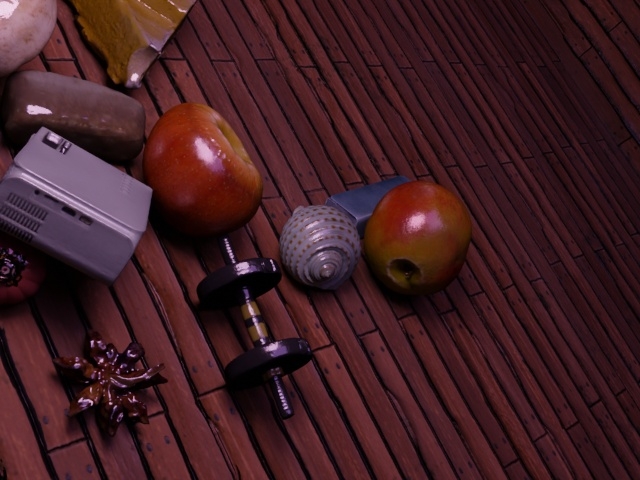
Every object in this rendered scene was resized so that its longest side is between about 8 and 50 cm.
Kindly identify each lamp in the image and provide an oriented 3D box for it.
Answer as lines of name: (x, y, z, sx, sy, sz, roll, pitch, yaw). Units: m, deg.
lamp: (-0.438, 0.037, 1.086, 0.108, 0.092, 0.107, -1, 94, -18)

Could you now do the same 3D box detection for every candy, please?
candy: (-0.406, -0.203, 1.290, 0.234, 0.102, 0.104, 4, 57, -37)

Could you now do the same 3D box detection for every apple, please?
apple: (-0.209, -0.116, 1.328, 0.210, 0.173, 0.234, 42, 18, -50)

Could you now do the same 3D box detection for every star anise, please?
star anise: (-0.302, 0.201, 1.106, 0.168, 0.057, 0.167, 14, 53, -20)

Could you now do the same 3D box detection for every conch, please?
conch: (0.006, -0.004, 1.462, 0.172, 0.131, 0.199, 17, 51, -29)

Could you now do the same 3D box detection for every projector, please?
projector: (-0.364, -0.053, 1.138, 0.198, 0.108, 0.250, 31, 13, -19)

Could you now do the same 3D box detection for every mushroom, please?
mushroom: (-0.549, -0.324, 1.206, 0.254, 0.195, 0.188, 11, 58, 7)

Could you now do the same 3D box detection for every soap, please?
soap: (-0.418, -0.470, 1.437, 0.339, 0.169, 0.304, 34, 33, -15)

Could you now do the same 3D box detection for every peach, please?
peach: (0.198, -0.004, 1.561, 0.231, 0.231, 0.230, 22, 48, -26)

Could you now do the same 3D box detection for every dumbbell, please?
dumbbell: (-0.107, 0.133, 1.253, 0.143, 0.143, 0.325, -3, 62, -41)

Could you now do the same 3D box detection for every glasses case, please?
glasses case: (0.132, -0.080, 1.683, 0.266, 0.056, 0.105, -20, 74, -47)
